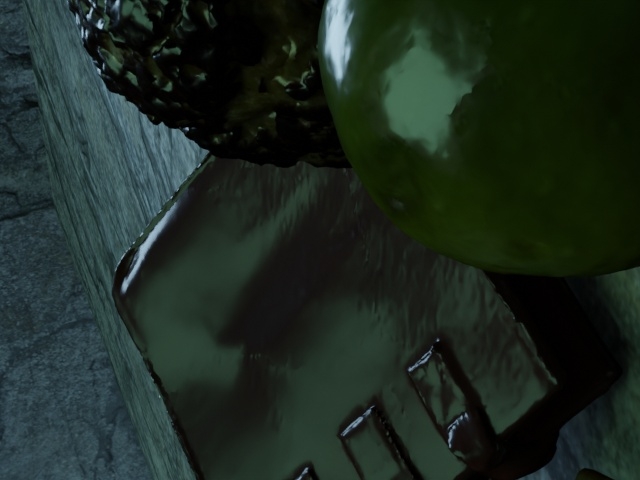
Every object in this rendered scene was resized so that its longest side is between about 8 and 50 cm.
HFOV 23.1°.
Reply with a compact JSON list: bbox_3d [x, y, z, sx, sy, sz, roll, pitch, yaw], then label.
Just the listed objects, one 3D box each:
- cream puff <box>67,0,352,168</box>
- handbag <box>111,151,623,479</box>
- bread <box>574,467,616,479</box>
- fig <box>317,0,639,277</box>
[{"bbox_3d":[-0.007,-0.123,0.744,0.239,0.239,0.165,124,153,-71],"label":"cream puff"},{"bbox_3d":[0.009,0.052,0.906,0.260,0.084,0.275,-48,56,27],"label":"handbag"},{"bbox_3d":[0.169,0.324,0.741,0.323,0.143,0.333,-127,27,-53],"label":"bread"},{"bbox_3d":[0.096,-0.085,0.537,0.191,0.181,0.181,-64,37,32],"label":"fig"}]
